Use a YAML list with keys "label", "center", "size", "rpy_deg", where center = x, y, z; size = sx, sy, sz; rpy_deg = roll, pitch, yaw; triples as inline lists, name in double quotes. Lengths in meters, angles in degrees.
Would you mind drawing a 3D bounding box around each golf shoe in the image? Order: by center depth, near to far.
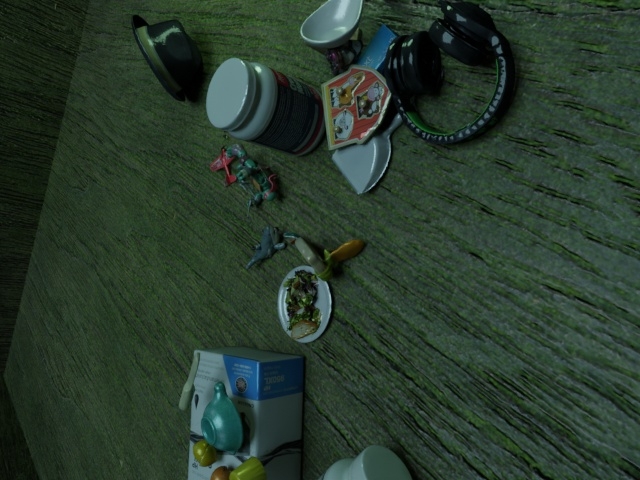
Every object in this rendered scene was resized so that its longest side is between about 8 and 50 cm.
- label: "golf shoe"
  center: [0.060, -0.448, 1.148]
  size: [0.085, 0.186, 0.068]
  rpy_deg: [-24, 106, 2]

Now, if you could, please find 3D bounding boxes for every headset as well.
- label: "headset"
  center: [0.256, -0.395, 0.972]
  size: [0.243, 0.185, 0.395]
  rpy_deg: [-22, 85, 43]

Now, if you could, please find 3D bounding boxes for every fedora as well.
- label: "fedora"
  center: [-0.520, -0.669, 1.663]
  size: [0.152, 0.334, 0.334]
  rpy_deg: [-27, 63, 4]

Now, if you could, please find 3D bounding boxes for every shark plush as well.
- label: "shark plush"
  center: [-0.169, 0.016, 1.337]
  size: [0.161, 0.067, 0.073]
  rpy_deg: [-38, 61, 34]

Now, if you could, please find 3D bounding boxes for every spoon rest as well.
- label: "spoon rest"
  center: [0.065, -0.528, 1.066]
  size: [0.137, 0.084, 0.276]
  rpy_deg: [29, 64, 33]

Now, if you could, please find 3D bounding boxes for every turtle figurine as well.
- label: "turtle figurine"
  center: [-0.190, -0.170, 1.354]
  size: [0.234, 0.118, 0.175]
  rpy_deg: [58, 163, 33]

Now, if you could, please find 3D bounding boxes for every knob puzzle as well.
- label: "knob puzzle"
  center: [0.080, -0.316, 1.081]
  size: [0.213, 0.029, 0.214]
  rpy_deg: [-2, 86, 41]

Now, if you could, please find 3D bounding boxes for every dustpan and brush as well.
- label: "dustpan and brush"
  center: [0.131, -0.229, 1.103]
  size: [0.211, 0.060, 0.147]
  rpy_deg: [-54, 54, 33]

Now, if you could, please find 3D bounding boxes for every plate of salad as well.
- label: "plate of salad"
  center: [-0.052, 0.165, 1.223]
  size: [0.199, 0.048, 0.200]
  rpy_deg: [-7, 80, 43]

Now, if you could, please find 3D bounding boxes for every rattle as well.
- label: "rattle"
  center: [0.000, 0.000, 1.183]
  size: [0.143, 0.130, 0.200]
  rpy_deg: [-54, 25, 11]

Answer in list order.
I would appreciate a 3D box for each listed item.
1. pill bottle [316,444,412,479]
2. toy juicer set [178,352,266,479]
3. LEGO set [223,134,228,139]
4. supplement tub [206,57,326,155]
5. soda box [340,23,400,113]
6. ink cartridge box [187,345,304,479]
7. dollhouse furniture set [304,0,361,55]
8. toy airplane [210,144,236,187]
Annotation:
- label: "pill bottle"
  center: [0.049, 0.578, 0.988]
  size: [0.319, 0.176, 0.176]
  rpy_deg: [-54, 53, 25]
- label: "toy juicer set"
  center: [-0.246, 0.447, 1.124]
  size: [0.209, 0.089, 0.329]
  rpy_deg: [-46, 65, 42]
- label: "LEGO set"
  center: [-0.298, -0.373, 1.544]
  size: [0.083, 0.023, 0.054]
  rpy_deg: [-55, 49, 40]
- label: "supplement tub"
  center: [-0.131, -0.336, 1.205]
  size: [0.191, 0.272, 0.192]
  rpy_deg: [-6, 81, 42]
- label: "soda box"
  center: [0.119, -0.394, 1.117]
  size: [0.210, 0.067, 0.071]
  rpy_deg: [-49, 55, 28]
- label: "ink cartridge box"
  center: [-0.200, 0.496, 1.239]
  size: [0.285, 0.166, 0.396]
  rpy_deg: [-4, 82, 42]
- label: "dollhouse furniture set"
  center: [0.017, -0.565, 1.196]
  size: [0.144, 0.123, 0.152]
  rpy_deg: [7, 90, 43]
- label: "toy airplane"
  center: [-0.305, -0.241, 1.525]
  size: [0.151, 0.028, 0.152]
  rpy_deg: [-6, 81, 44]
